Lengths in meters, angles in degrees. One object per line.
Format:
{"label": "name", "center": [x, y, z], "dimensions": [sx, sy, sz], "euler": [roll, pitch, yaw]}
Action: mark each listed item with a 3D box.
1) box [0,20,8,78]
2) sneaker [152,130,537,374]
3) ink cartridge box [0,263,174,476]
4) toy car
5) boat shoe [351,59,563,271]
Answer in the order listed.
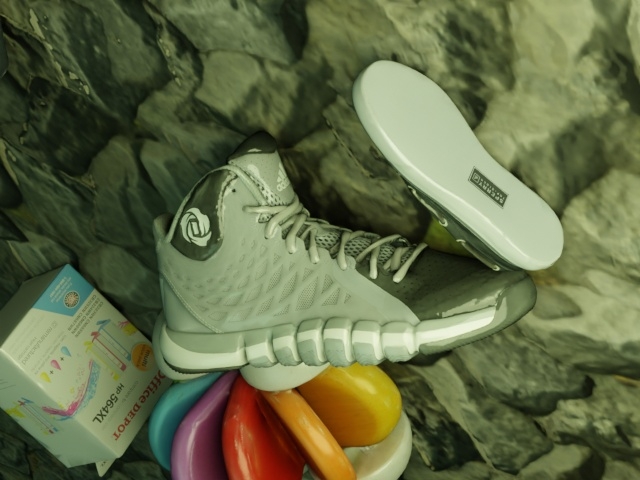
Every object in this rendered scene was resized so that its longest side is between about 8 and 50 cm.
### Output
{"label": "box", "center": [-0.440, -0.246, 0.659], "dimensions": [0.480, 0.297, 0.471], "euler": [28, 146, 12]}
{"label": "sneaker", "center": [0.000, 0.000, 0.780], "dimensions": [0.229, 0.086, 0.132], "euler": [-8, 98, 22]}
{"label": "ink cartridge box", "center": [-0.187, 0.104, 1.075], "dimensions": [0.143, 0.092, 0.090], "euler": [45, 146, -18]}
{"label": "toy car", "center": [-0.040, 0.121, 0.917], "dimensions": [0.182, 0.136, 0.159], "euler": [2, 135, 42]}
{"label": "boat shoe", "center": [0.063, -0.032, 0.706], "dimensions": [0.142, 0.049, 0.040], "euler": [43, 148, -16]}
